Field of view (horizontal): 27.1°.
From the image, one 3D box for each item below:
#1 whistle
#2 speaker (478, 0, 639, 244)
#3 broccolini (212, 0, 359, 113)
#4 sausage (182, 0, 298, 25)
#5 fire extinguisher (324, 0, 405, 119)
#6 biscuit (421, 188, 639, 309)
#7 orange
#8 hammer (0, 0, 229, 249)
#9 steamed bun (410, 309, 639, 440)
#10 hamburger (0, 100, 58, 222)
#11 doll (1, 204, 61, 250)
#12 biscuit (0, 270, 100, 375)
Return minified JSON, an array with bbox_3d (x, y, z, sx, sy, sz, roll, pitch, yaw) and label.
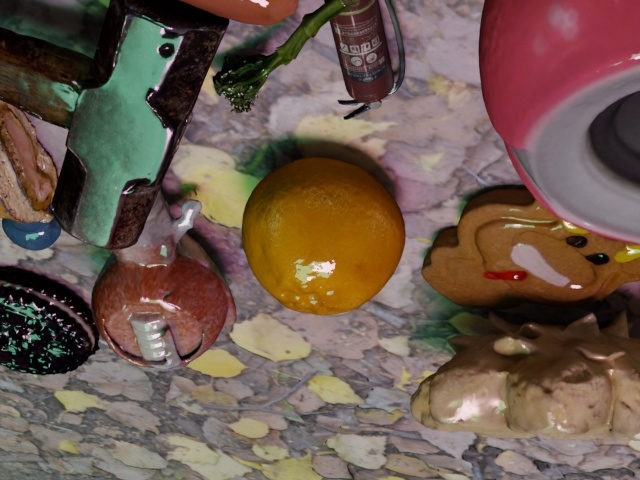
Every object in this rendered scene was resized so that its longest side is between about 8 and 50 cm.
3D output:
[{"bbox_3d":[-0.174,0.018,1.350,0.142,0.133,0.346,11,139,19],"label":"whistle"},{"bbox_3d":[0.253,-0.120,0.875,0.294,0.294,0.294,9,146,6],"label":"speaker"},{"bbox_3d":[-0.027,-0.152,1.084,0.044,0.042,0.218,31,156,-22],"label":"broccolini"},{"bbox_3d":[-0.106,-0.220,1.022,0.194,0.077,0.077,15,146,-1],"label":"sausage"},{"bbox_3d":[0.035,-0.160,1.088,0.064,0.043,0.158,-15,142,2],"label":"fire extinguisher"},{"bbox_3d":[0.226,0.006,1.266,0.186,0.044,0.295,36,139,-27],"label":"biscuit"},{"bbox_3d":[0.000,0.000,1.249,0.159,0.136,0.159,9,149,5],"label":"orange"},{"bbox_3d":[-0.299,-0.167,1.129,0.409,0.095,0.242,23,125,0],"label":"hammer"},{"bbox_3d":[0.235,0.139,1.357,0.292,0.137,0.295,4,173,-19],"label":"steamed bun"},{"bbox_3d":[-0.334,-0.075,1.294,0.102,0.087,0.176,-1,146,17],"label":"hamburger"},{"bbox_3d":[-0.309,-0.025,1.395,0.076,0.050,0.083,14,148,6],"label":"doll"},{"bbox_3d":[-0.358,0.100,1.585,0.195,0.053,0.194,9,147,6],"label":"biscuit"}]
